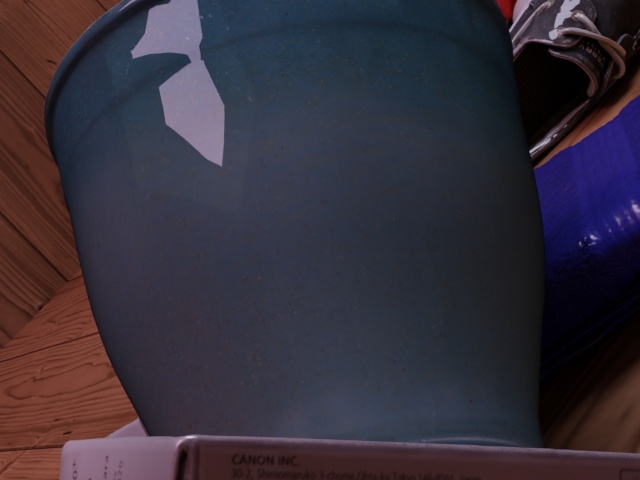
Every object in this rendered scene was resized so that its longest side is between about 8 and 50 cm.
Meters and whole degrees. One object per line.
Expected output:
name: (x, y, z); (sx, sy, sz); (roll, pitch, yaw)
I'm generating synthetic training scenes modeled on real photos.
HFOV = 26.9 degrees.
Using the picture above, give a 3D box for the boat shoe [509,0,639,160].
boat shoe: (0.224, -0.162, 1.197); (0.335, 0.121, 0.119); (-51, 19, 10)

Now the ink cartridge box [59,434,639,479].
ink cartridge box: (0.023, 0.117, 0.563); (0.239, 0.275, 0.060); (-15, 70, 62)

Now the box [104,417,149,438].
box: (-0.074, 0.129, 1.106); (0.186, 0.038, 0.145); (-34, -10, 17)

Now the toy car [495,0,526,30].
toy car: (0.192, -0.248, 1.466); (0.182, 0.136, 0.159); (-40, 13, 9)

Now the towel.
towel: (0.189, -0.010, 0.873); (0.308, 0.076, 0.227); (-36, 11, 18)

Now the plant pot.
plant pot: (0.003, 0.026, 0.713); (0.272, 0.272, 0.255); (-34, 55, 33)
